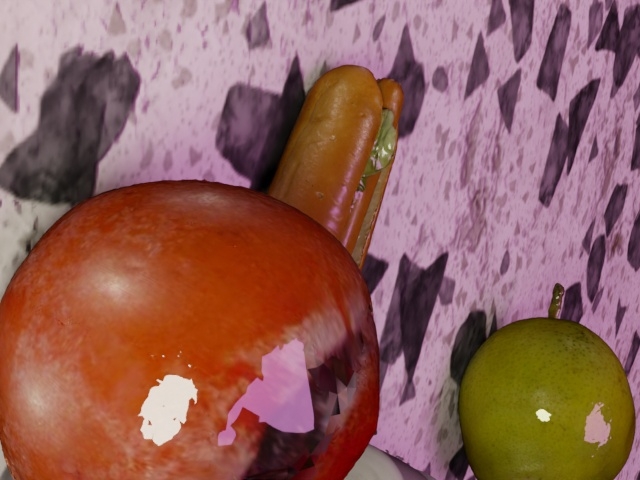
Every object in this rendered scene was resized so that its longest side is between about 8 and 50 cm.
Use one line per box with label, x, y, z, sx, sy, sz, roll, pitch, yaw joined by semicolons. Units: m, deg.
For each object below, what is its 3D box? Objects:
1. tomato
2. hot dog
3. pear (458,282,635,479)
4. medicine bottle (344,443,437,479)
tomato;-0.064;0.071;0.835;0.208;0.184;0.208;-40;136;-53
hot dog;0.000;0.000;1.060;0.100;0.068;0.249;46;61;-59
pear;0.211;0.142;1.471;0.180;0.166;0.216;52;35;-43
medicine bottle;0.044;0.218;1.217;0.168;0.105;0.105;38;68;-62
